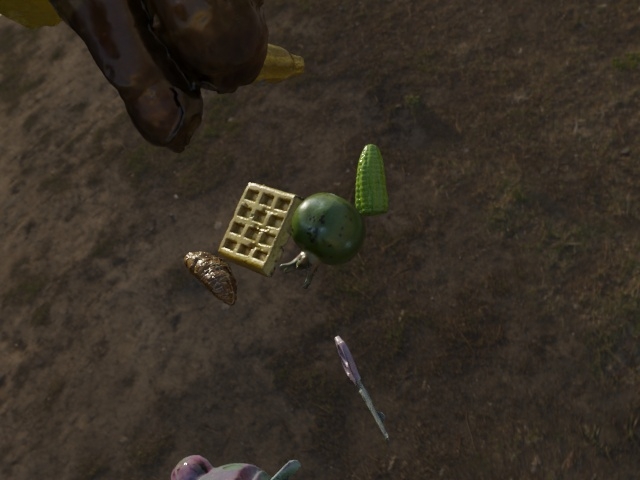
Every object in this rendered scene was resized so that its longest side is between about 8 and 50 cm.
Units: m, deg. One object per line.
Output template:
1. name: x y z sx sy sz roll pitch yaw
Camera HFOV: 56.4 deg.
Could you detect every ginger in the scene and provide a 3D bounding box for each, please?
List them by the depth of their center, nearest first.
1. ginger: -0.221 -0.334 0.716 0.254 0.418 0.176 -33 12 14

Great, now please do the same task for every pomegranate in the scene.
1. pomegranate: 0.000 0.000 1.377 0.181 0.181 0.224 27 75 36

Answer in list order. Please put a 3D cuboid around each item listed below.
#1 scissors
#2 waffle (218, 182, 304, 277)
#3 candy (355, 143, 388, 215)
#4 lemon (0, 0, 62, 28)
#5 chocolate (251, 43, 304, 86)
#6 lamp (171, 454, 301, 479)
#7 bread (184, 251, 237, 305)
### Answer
1. scissors: 0.080 0.277 1.117 0.021 0.110 0.212 -26 57 -10
2. waffle: -0.176 -0.037 1.718 0.221 0.055 0.248 18 82 42
3. candy: 0.144 -0.169 1.682 0.096 0.096 0.210 -3 84 22
4. lemon: -0.444 -0.468 0.942 0.233 0.233 0.288 9 46 29
5. chocolate: -0.091 -0.316 1.064 0.085 0.086 0.219 6 16 28
6. lamp: -0.073 0.442 0.888 0.247 0.301 0.247 -44 39 13
7. bread: -0.282 0.087 1.592 0.233 0.105 0.076 40 102 38
